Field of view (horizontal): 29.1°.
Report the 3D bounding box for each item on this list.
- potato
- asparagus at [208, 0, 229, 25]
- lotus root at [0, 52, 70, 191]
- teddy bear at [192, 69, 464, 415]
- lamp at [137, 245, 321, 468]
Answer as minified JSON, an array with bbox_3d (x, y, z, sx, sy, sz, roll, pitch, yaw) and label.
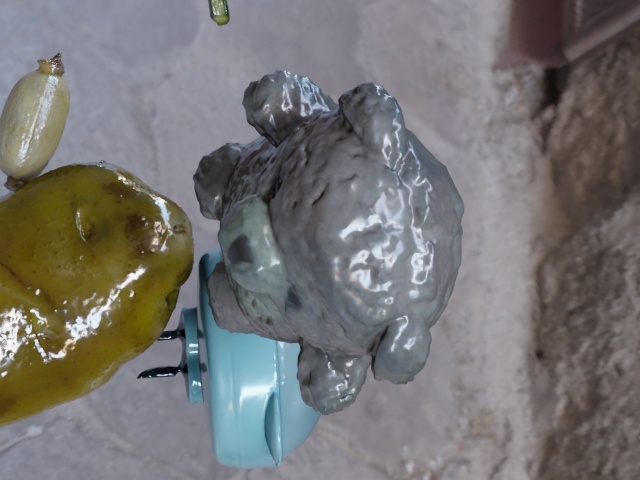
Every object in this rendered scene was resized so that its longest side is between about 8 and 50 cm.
[{"bbox_3d":[-0.291,0.064,1.163,0.369,0.176,0.195,-29,117,-14],"label":"potato"},{"bbox_3d":[-0.130,-0.313,1.489,0.021,0.025,0.108,-81,161,-76],"label":"asparagus"},{"bbox_3d":[-0.284,-0.119,1.220,0.062,0.073,0.150,16,85,-12],"label":"lotus root"},{"bbox_3d":[0.001,0.000,0.837,0.151,0.267,0.236,-10,97,-10],"label":"teddy bear"},{"bbox_3d":[-0.072,0.107,1.168,0.147,0.284,0.209,0,85,-26],"label":"lamp"}]
